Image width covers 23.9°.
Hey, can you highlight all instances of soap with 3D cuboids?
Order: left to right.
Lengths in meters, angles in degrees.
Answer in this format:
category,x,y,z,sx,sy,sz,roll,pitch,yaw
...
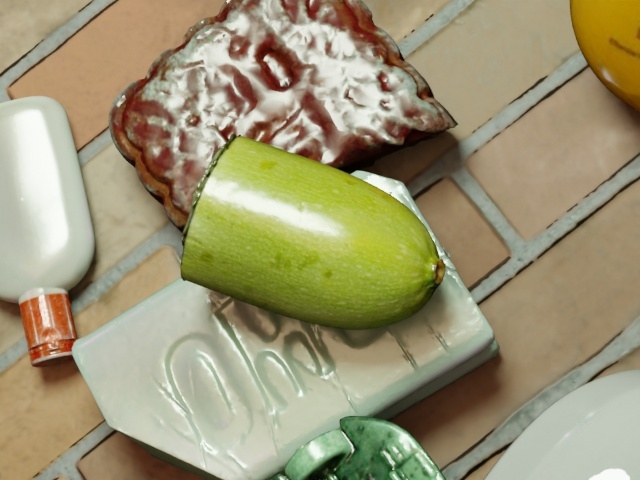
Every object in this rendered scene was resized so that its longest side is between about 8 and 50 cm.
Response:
category,x,y,z,sx,sy,sz,roll,pitch,yaw
soap,-0.026,0.082,1.173,0.290,0.095,0.172,-31,75,4

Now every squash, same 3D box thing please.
category,x,y,z,sx,sy,sz,roll,pitch,yaw
squash,0.000,0.000,1.077,0.187,0.123,0.123,17,83,12

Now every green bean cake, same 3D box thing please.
category,x,y,z,sx,sy,sz,roll,pitch,yaw
green bean cake,-0.038,-0.096,1.206,0.233,0.097,0.198,-36,76,2

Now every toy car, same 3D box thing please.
category,x,y,z,sx,sy,sz,roll,pitch,yaw
toy car,-0.021,0.262,1.118,0.306,0.125,0.136,-41,66,8

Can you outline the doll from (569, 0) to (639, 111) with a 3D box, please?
category,x,y,z,sx,sy,sz,roll,pitch,yaw
doll,0.305,-0.195,1.133,0.213,0.213,0.236,32,44,14

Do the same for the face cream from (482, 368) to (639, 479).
category,x,y,z,sx,sy,sz,roll,pitch,yaw
face cream,0.244,0.230,1.016,0.357,0.219,0.312,-47,108,-10

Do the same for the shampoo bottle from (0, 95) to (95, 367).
category,x,y,z,sx,sy,sz,roll,pitch,yaw
shampoo bottle,-0.241,-0.006,1.249,0.108,0.051,0.220,-15,77,5
